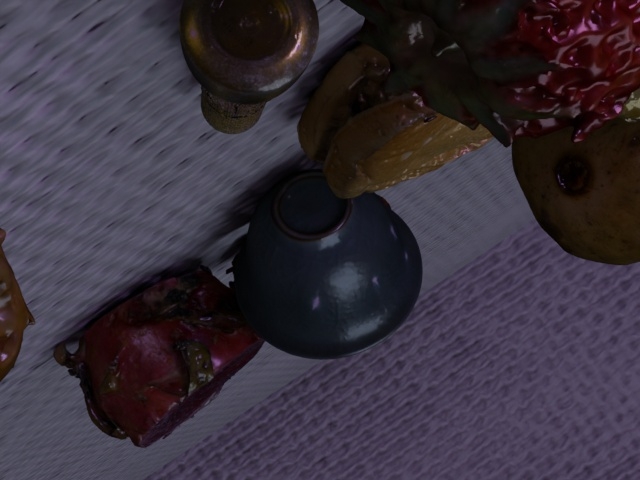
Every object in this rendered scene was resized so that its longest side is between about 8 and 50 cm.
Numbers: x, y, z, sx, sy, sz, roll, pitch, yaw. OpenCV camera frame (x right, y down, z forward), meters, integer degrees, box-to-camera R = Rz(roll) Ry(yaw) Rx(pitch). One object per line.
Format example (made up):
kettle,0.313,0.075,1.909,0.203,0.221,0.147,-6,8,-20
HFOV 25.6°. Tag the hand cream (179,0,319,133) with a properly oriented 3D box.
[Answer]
hand cream,-0.051,-0.112,0.926,0.084,0.084,0.203,-31,175,-10

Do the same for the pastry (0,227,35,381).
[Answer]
pastry,-0.294,0.037,0.627,0.311,0.162,0.255,-20,178,-12

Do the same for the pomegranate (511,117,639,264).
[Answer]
pomegranate,0.380,-0.102,1.755,0.281,0.281,0.281,-32,170,-6

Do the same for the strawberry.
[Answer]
strawberry,0.142,-0.190,0.862,0.244,0.205,0.205,-45,175,-21

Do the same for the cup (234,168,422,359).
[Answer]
cup,0.000,0.000,1.416,0.199,0.199,0.150,-31,152,-10

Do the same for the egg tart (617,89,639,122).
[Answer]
egg tart,0.367,-0.198,1.454,0.290,0.115,0.290,-7,170,-1

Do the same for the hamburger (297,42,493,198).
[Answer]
hamburger,0.085,-0.121,1.205,0.214,0.108,0.214,-33,170,-7

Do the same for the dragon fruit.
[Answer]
dragon fruit,-0.174,0.121,1.540,0.211,0.147,0.282,-40,175,-12

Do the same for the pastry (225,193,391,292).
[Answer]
pastry,-0.003,0.013,1.609,0.208,0.097,0.115,-28,165,-16
